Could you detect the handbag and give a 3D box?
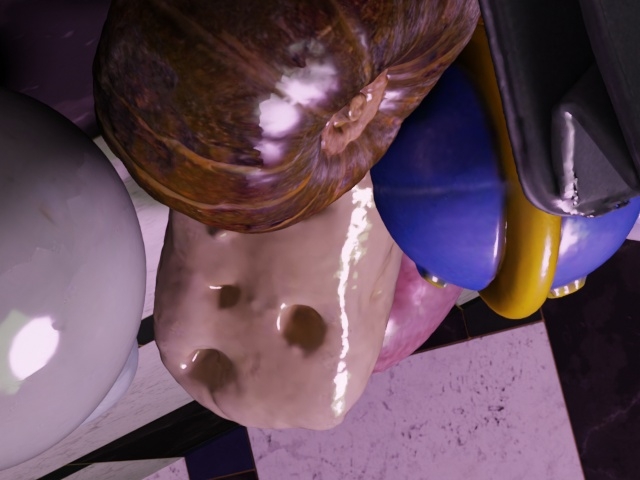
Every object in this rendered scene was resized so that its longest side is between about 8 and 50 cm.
[{"bbox_3d":[0.171,-0.159,0.706,0.247,0.260,0.079,-24,-167,-34],"label":"handbag"}]

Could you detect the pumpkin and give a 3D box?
[{"bbox_3d":[-0.024,-0.110,0.781,0.219,0.162,0.219,-48,166,-16],"label":"pumpkin"}]

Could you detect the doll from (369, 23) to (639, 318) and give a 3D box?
[{"bbox_3d":[0.142,-0.060,0.923,0.243,0.159,0.311,-20,-174,-3],"label":"doll"}]

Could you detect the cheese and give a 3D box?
[{"bbox_3d":[-0.029,0.001,1.003,0.093,0.159,0.263,-45,147,-53],"label":"cheese"}]

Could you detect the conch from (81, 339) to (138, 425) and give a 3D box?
[{"bbox_3d":[-0.247,0.106,1.346,0.185,0.121,0.221,-30,172,-11],"label":"conch"}]

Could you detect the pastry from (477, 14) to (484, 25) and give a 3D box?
[{"bbox_3d":[0.168,-0.125,1.135,0.102,0.154,0.250,-1,159,-21],"label":"pastry"}]

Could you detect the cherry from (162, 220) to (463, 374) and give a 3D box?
[{"bbox_3d":[0.000,0.000,1.197,0.236,0.212,0.285,-4,-176,0],"label":"cherry"}]

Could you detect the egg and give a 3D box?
[{"bbox_3d":[-0.197,0.024,0.851,0.203,0.203,0.283,-20,171,-28],"label":"egg"}]
